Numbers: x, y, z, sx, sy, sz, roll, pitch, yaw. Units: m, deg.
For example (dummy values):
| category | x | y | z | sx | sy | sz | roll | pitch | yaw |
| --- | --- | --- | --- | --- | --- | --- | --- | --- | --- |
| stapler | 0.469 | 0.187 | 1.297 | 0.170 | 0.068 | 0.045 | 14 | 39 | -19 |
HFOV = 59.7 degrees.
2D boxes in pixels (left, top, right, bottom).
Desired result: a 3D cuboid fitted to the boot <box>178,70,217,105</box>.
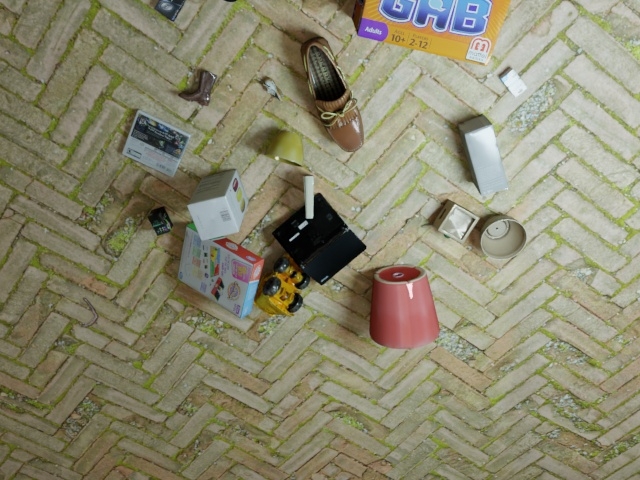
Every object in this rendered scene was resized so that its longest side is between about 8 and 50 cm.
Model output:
| category | x | y | z | sx | sy | sz | roll | pitch | yaw |
| --- | --- | --- | --- | --- | --- | --- | --- | --- | --- |
| boot | -0.399 | -0.505 | 1.810 | 0.106 | 0.037 | 0.114 | 11 | 122 | -20 |

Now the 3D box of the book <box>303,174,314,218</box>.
| category | x | y | z | sx | sy | sz | roll | pitch | yaw |
| --- | --- | --- | --- | --- | --- | --- | --- | --- | --- |
| book | -0.037 | -0.153 | 1.936 | 0.035 | 0.096 | 0.144 | -1 | 98 | 1 |

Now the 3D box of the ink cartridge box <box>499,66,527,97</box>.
| category | x | y | z | sx | sy | sz | roll | pitch | yaw |
| --- | --- | --- | --- | --- | --- | --- | --- | --- | --- |
| ink cartridge box | 0.622 | -0.509 | 1.799 | 0.048 | 0.028 | 0.083 | -39 | 111 | 19 |

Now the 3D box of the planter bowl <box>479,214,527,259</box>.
| category | x | y | z | sx | sy | sz | roll | pitch | yaw |
| --- | --- | --- | --- | --- | --- | --- | --- | --- | --- |
| planter bowl | 0.647 | -0.026 | 2.010 | 0.162 | 0.109 | 0.162 | 0 | 118 | 0 |

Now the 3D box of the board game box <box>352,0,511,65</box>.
| category | x | y | z | sx | sy | sz | roll | pitch | yaw |
| --- | --- | --- | --- | --- | --- | --- | --- | --- | --- |
| board game box | 0.304 | -0.718 | 1.506 | 0.356 | 0.356 | 0.356 | 11 | 118 | -6 |

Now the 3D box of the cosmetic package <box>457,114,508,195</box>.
| category | x | y | z | sx | sy | sz | roll | pitch | yaw |
| --- | --- | --- | --- | --- | --- | --- | --- | --- | --- |
| cosmetic package | 0.543 | -0.285 | 1.866 | 0.107 | 0.127 | 0.238 | -16 | 118 | 9 |

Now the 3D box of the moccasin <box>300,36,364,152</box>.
| category | x | y | z | sx | sy | sz | roll | pitch | yaw |
| --- | --- | --- | --- | --- | --- | --- | --- | --- | --- |
| moccasin | 0.045 | -0.453 | 1.769 | 0.139 | 0.147 | 0.380 | -14 | 117 | 8 |

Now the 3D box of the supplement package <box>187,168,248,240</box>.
| category | x | y | z | sx | sy | sz | roll | pitch | yaw |
| --- | --- | --- | --- | --- | --- | --- | --- | --- | --- |
| supplement package | -0.342 | -0.127 | 1.893 | 0.134 | 0.244 | 0.139 | -13 | 118 | 8 |

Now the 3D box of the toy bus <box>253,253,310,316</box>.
| category | x | y | z | sx | sy | sz | roll | pitch | yaw |
| --- | --- | --- | --- | --- | --- | --- | --- | --- | --- |
| toy bus | -0.167 | 0.178 | 2.106 | 0.149 | 0.220 | 0.211 | 39 | 145 | -28 |

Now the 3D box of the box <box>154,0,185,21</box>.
| category | x | y | z | sx | sy | sz | roll | pitch | yaw |
| --- | --- | --- | --- | --- | --- | --- | --- | --- | --- |
| box | -0.458 | -0.725 | 1.704 | 0.067 | 0.018 | 0.083 | 34 | 114 | -16 |

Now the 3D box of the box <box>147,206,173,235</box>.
| category | x | y | z | sx | sy | sz | roll | pitch | yaw |
| --- | --- | --- | --- | --- | --- | --- | --- | --- | --- |
| box | -0.582 | -0.070 | 2.029 | 0.052 | 0.062 | 0.083 | -18 | 117 | 8 |

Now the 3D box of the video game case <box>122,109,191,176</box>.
| category | x | y | z | sx | sy | sz | roll | pitch | yaw |
| --- | --- | --- | --- | --- | --- | --- | --- | --- | --- |
| video game case | -0.563 | -0.331 | 1.914 | 0.190 | 0.022 | 0.173 | 25 | 116 | -11 |

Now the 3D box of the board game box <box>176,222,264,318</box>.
| category | x | y | z | sx | sy | sz | roll | pitch | yaw |
| --- | --- | --- | --- | --- | --- | --- | --- | --- | --- |
| board game box | -0.372 | 0.106 | 2.035 | 0.316 | 0.064 | 0.242 | 29 | 119 | 20 |

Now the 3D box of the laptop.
| category | x | y | z | sx | sy | sz | roll | pitch | yaw |
| --- | --- | --- | --- | --- | --- | --- | --- | --- | --- |
| laptop | 0.000 | 0.000 | 2.061 | 0.234 | 0.136 | 0.264 | -40 | 86 | 6 |

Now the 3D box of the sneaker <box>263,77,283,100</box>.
| category | x | y | z | sx | sy | sz | roll | pitch | yaw |
| --- | --- | --- | --- | --- | --- | --- | --- | --- | --- |
| sneaker | -0.154 | -0.489 | 1.823 | 0.037 | 0.032 | 0.083 | -26 | 110 | 29 |

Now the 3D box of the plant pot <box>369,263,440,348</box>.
| category | x | y | z | sx | sy | sz | roll | pitch | yaw |
| --- | --- | --- | --- | --- | --- | --- | --- | --- | --- |
| plant pot | 0.303 | 0.234 | 2.082 | 0.275 | 0.275 | 0.243 | -6 | 107 | 4 |

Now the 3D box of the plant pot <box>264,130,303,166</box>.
| category | x | y | z | sx | sy | sz | roll | pitch | yaw |
| --- | --- | --- | --- | --- | --- | --- | --- | --- | --- |
| plant pot | -0.112 | -0.313 | 1.870 | 0.134 | 0.134 | 0.095 | 16 | 90 | -8 |

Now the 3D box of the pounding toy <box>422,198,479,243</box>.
| category | x | y | z | sx | sy | sz | roll | pitch | yaw |
| --- | --- | --- | --- | --- | --- | --- | --- | --- | --- |
| pounding toy | 0.467 | -0.065 | 2.011 | 0.130 | 0.100 | 0.141 | 27 | 104 | -14 |
